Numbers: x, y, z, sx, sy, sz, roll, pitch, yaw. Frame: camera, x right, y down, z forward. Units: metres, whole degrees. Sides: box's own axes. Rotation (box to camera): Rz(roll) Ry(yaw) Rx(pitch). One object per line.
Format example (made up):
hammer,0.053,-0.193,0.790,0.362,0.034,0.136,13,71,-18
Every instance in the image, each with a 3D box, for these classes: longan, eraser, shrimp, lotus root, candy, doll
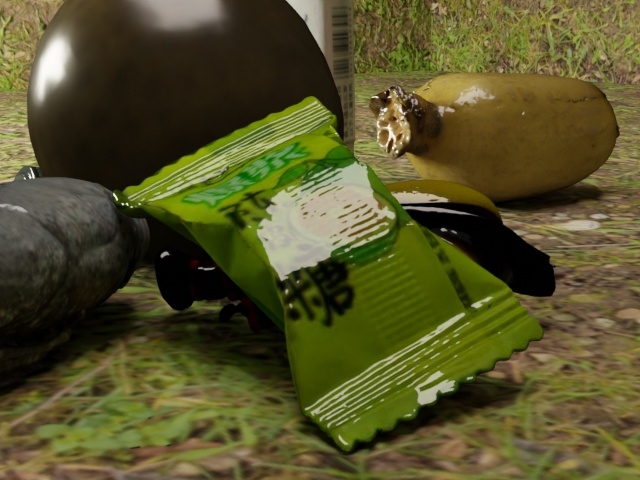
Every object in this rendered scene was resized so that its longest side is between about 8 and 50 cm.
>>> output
longan,-0.110,-0.101,0.819,0.257,0.258,0.258,0,13,0
eraser,-0.025,-0.164,1.130,0.124,0.210,0.068,8,16,32
shrimp,-0.211,0.017,0.553,0.145,0.117,0.343,3,6,17
lotus root,0.187,-0.106,1.050,0.303,0.131,0.146,-5,14,-31
candy,0.000,0.000,0.560,0.149,0.069,0.246,-26,52,-23
doll,0.023,0.010,0.650,0.248,0.127,0.088,7,-18,15

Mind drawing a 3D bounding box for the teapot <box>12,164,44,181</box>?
teapot,-0.241,-0.024,0.882,0.057,0.066,0.088,14,-21,-35
